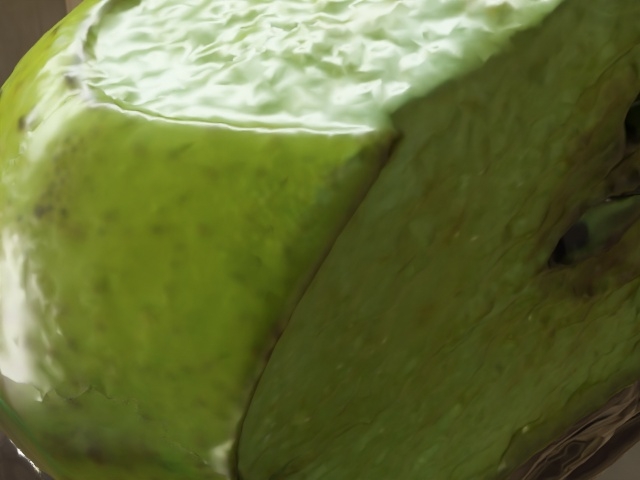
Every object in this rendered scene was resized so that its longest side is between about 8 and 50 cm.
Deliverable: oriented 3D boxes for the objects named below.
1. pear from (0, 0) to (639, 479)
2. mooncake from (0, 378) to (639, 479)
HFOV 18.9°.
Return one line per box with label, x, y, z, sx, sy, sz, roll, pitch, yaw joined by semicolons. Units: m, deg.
pear;0.000;0.000;0.645;0.255;0.238;0.164;-39;-125;-22
mooncake;0.022;0.084;0.997;0.381;0.350;0.212;-34;-108;-9
